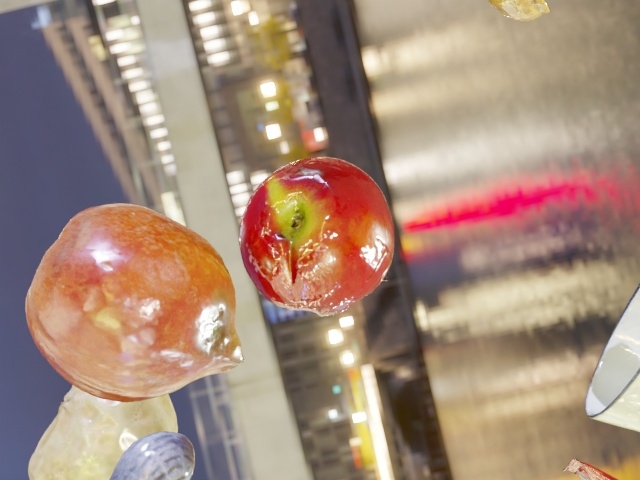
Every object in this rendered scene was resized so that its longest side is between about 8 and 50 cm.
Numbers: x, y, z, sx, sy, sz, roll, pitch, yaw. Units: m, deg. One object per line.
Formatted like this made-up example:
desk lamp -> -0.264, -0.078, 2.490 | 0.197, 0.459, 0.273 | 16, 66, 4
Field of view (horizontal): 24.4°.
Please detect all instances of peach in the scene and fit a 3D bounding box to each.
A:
peach -> -0.206, 0.084, 1.714 | 0.256, 0.232, 0.232 | 36, -179, 1
peach -> 0.000, 0.000, 1.848 | 0.196, 0.190, 0.226 | 68, -168, 19

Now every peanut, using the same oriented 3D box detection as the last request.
peanut -> -0.294, 0.347, 1.969 | 0.169, 0.192, 0.387 | 21, 104, 63

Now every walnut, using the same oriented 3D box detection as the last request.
walnut -> 0.198, -0.274, 1.578 | 0.121, 0.052, 0.091 | 43, -166, -46

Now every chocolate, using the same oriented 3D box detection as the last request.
chocolate -> -0.185, 0.253, 1.434 | 0.072, 0.167, 0.072 | 36, 160, 15

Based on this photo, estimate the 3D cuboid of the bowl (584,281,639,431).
bowl -> 0.406, 0.124, 1.655 | 0.238, 0.126, 0.238 | -60, -1, -1

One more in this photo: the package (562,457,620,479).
package -> 0.448, 0.370, 2.137 | 0.022, 0.200, 0.083 | -60, -8, -15
